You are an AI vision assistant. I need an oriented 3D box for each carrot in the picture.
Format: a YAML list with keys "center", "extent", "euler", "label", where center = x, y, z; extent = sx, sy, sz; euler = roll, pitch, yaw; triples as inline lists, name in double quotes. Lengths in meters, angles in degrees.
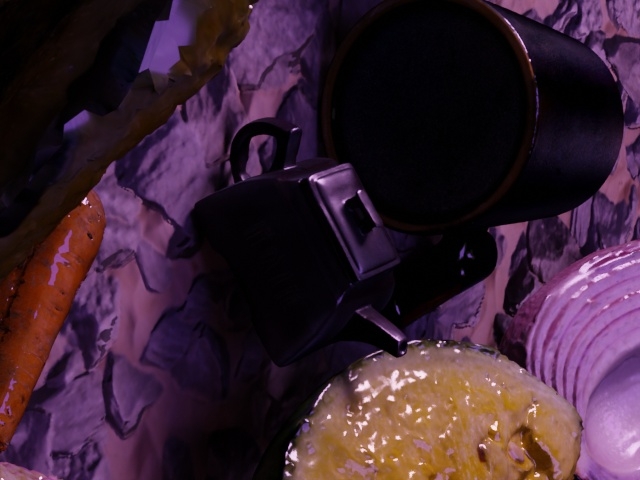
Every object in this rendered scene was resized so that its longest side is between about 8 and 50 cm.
- center: [-0.162, 0.039, 0.972]
  extent: [0.055, 0.055, 0.161]
  euler: [45, 52, -45]
  label: "carrot"

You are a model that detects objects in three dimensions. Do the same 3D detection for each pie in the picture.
- center: [-0.152, -0.052, 0.783]
  extent: [0.078, 0.371, 0.296]
  euler: [36, 85, -23]
  label: "pie"

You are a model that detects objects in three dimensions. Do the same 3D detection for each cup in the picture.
- center: [0.091, -0.063, 1.270]
  extent: [0.166, 0.239, 0.177]
  euler: [55, 26, 19]
  label: "cup"

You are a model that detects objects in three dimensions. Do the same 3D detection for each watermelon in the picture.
- center: [0.059, 0.247, 1.171]
  extent: [0.331, 0.189, 0.331]
  euler: [17, 55, -27]
  label: "watermelon"

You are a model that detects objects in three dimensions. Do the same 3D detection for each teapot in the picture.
- center: [0.000, 0.000, 1.123]
  extent: [0.087, 0.096, 0.177]
  euler: [-21, 81, -49]
  label: "teapot"

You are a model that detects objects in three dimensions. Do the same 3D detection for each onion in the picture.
- center: [0.270, 0.103, 1.454]
  extent: [0.283, 0.120, 0.227]
  euler: [-30, 99, -21]
  label: "onion"

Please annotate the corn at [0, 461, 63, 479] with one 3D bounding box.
- center: [-0.156, 0.175, 0.946]
  extent: [0.335, 0.127, 0.126]
  euler: [33, 66, -47]
  label: "corn"
